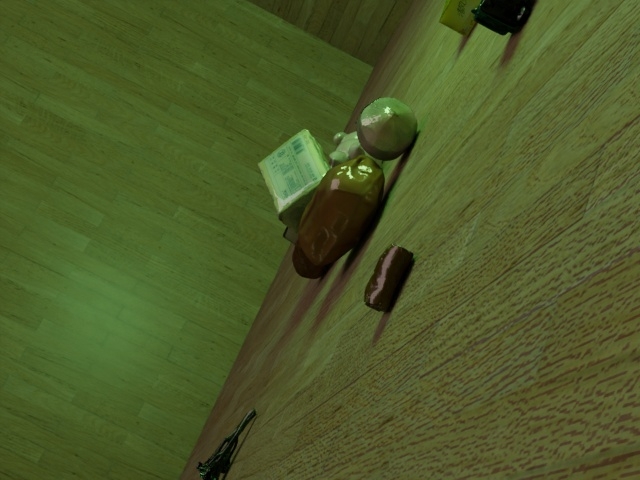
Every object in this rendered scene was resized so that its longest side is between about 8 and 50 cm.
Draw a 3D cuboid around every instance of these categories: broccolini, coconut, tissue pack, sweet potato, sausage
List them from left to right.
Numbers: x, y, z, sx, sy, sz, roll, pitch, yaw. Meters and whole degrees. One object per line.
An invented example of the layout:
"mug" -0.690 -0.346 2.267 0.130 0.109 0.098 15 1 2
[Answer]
"broccolini" -0.188 0.447 1.886 0.201 0.058 0.074 -47 22 11
"tissue pack" -0.044 -0.131 1.945 0.148 0.092 0.196 -34 43 12
"sweet potato" 0.000 0.000 1.889 0.251 0.097 0.097 120 175 -55
"sausage" 0.035 -0.051 1.603 0.136 0.120 0.241 -52 -5 -44
"coconut" 0.120 -0.207 1.588 0.124 0.110 0.110 117 178 -70
"tissue pack" 0.273 -0.458 1.603 0.095 0.062 0.176 -59 7 41

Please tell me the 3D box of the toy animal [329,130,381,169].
"toy animal" 0.073 -0.162 1.839 0.124 0.124 0.212 -61 0 22

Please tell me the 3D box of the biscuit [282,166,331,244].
"biscuit" 0.006 -0.067 2.023 0.199 0.121 0.040 -62 -14 9

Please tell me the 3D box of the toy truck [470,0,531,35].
"toy truck" 0.254 -0.342 1.149 0.147 0.065 0.079 -64 2 -7

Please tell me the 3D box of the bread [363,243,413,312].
"bread" 0.082 0.046 1.071 0.083 0.036 0.047 -66 8 -4
